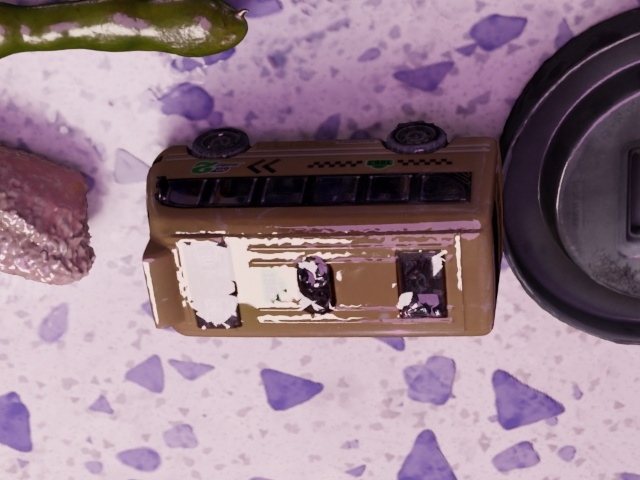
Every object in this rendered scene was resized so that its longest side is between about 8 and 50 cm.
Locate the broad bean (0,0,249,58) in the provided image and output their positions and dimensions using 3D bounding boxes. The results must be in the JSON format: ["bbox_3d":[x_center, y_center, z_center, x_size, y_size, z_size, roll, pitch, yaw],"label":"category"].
[{"bbox_3d":[-0.182,-0.164,1.017,0.256,0.052,0.052,-4,159,1],"label":"broad bean"}]

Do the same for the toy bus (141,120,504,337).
[{"bbox_3d":[0.000,0.000,1.044,0.290,0.157,0.139,0,121,9],"label":"toy bus"}]

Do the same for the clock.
[{"bbox_3d":[0.296,-0.052,1.094,0.313,0.061,0.312,-1,121,-1],"label":"clock"}]

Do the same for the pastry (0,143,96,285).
[{"bbox_3d":[-0.310,-0.038,1.061,0.265,0.103,0.112,8,113,-9],"label":"pastry"}]
